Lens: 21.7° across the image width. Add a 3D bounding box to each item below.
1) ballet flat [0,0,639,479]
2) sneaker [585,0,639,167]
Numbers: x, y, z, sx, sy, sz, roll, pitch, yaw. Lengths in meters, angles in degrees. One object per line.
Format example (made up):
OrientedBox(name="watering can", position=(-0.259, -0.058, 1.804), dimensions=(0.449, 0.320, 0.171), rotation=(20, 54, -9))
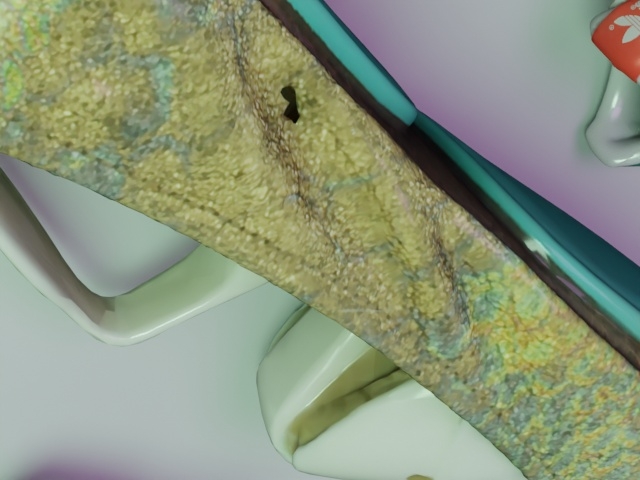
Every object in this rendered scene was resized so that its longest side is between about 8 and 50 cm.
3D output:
OrientedBox(name="ballet flat", position=(0.000, 0.000, 0.445), dimensions=(0.348, 0.123, 0.123), rotation=(39, 76, -33))
OrientedBox(name="sneaker", position=(0.125, -0.077, 0.504), dimensions=(0.075, 0.057, 0.161), rotation=(-23, 151, -23))
